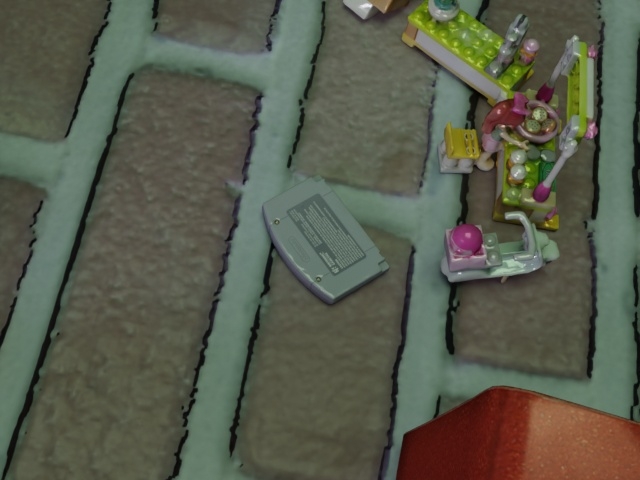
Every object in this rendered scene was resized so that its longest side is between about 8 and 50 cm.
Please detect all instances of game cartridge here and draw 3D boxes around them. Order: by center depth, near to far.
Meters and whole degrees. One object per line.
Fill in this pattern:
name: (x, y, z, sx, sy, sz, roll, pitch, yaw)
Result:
game cartridge: (0.000, 0.000, 0.671, 0.056, 0.017, 0.083, -28, 70, -23)

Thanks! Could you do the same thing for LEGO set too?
LEGO set: (0.113, -0.118, 0.693, 0.132, 0.107, 0.286, -11, 66, -13)

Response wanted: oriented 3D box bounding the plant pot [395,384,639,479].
plant pot: (0.151, 0.229, 0.454, 0.267, 0.267, 0.235, 17, 74, 1)
